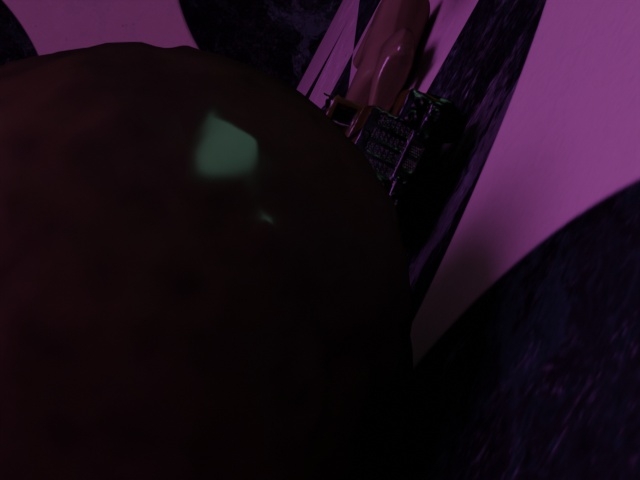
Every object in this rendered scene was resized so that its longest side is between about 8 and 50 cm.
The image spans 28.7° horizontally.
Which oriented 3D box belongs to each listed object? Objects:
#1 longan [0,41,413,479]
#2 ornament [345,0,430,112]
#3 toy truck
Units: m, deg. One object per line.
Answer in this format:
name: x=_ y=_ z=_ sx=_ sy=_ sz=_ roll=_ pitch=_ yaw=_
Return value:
longan: x=-0.128 y=0.066 z=0.794 sx=0.391 sy=0.391 sz=0.391 roll=-62 pitch=8 yaw=14
ornament: x=0.076 y=-0.208 z=1.475 sx=0.245 sy=0.061 sz=0.230 roll=121 pitch=170 yaw=-56
toy truck: x=0.029 y=-0.062 z=1.073 sx=0.127 sy=0.127 sz=0.257 roll=-64 pitch=11 yaw=-10
